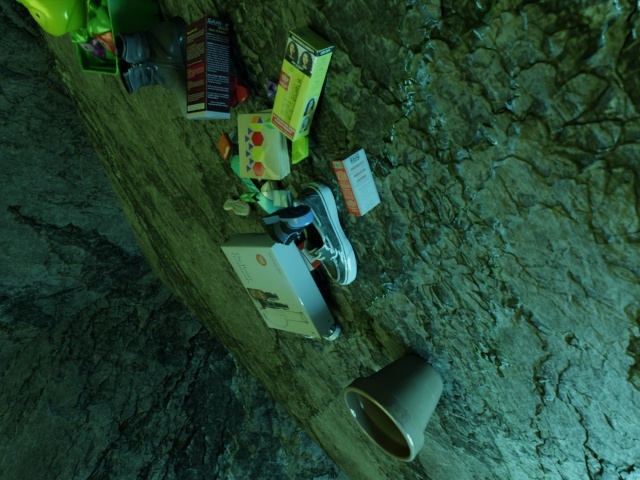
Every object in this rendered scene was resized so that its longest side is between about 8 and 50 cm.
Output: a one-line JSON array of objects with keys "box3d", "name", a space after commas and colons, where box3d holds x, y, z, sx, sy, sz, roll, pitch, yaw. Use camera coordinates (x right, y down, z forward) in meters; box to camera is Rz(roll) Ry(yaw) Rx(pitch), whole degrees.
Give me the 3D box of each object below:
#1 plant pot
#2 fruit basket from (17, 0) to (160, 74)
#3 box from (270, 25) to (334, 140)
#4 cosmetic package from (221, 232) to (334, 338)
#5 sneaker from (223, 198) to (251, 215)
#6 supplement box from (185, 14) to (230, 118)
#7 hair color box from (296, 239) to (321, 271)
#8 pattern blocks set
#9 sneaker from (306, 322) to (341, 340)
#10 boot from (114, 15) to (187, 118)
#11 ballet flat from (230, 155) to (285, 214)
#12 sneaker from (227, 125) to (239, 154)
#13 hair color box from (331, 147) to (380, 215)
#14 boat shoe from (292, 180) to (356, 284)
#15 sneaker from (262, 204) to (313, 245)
[{"box3d": [0.234, 0.460, 1.309, 0.263, 0.229, 0.263, 37, 148, 28], "name": "plant pot"}, {"box3d": [-0.711, -0.652, 1.341, 0.392, 0.392, 0.283, 23, 121, 43], "name": "fruit basket"}, {"box3d": [-0.047, -0.340, 0.992, 0.087, 0.058, 0.232, 42, 142, 15], "name": "box"}, {"box3d": [-0.146, 0.150, 1.536, 0.284, 0.097, 0.377, -2, 123, 44], "name": "cosmetic package"}, {"box3d": [-0.297, -0.117, 1.671, 0.158, 0.061, 0.065, 22, 165, 46], "name": "sneaker"}, {"box3d": [-0.295, -0.441, 1.169, 0.130, 0.073, 0.240, 15, 107, 50], "name": "supplement box"}, {"box3d": [-0.063, 0.068, 1.508, 0.093, 0.053, 0.167, 51, 153, 2], "name": "hair color box"}, {"box3d": [-0.154, -0.253, 1.175, 0.285, 0.026, 0.325, 17, 111, 27], "name": "pattern blocks set"}, {"box3d": [-0.027, 0.316, 1.677, 0.106, 0.078, 0.234, 39, 155, -26], "name": "sneaker"}, {"box3d": [-0.493, -0.489, 1.358, 0.118, 0.222, 0.338, 35, 147, 29], "name": "boot"}, {"box3d": [-0.186, -0.182, 1.394, 0.247, 0.083, 0.087, 50, 137, 3], "name": "ballet flat"}, {"box3d": [-0.231, -0.298, 1.305, 0.080, 0.081, 0.211, 26, 176, -39], "name": "sneaker"}, {"box3d": [0.084, -0.136, 1.042, 0.043, 0.072, 0.141, 13, 131, 50], "name": "hair color box"}, {"box3d": [0.000, 0.000, 1.268, 0.121, 0.119, 0.335, 13, 132, 50], "name": "boat shoe"}, {"box3d": [-0.074, -0.034, 1.160, 0.232, 0.081, 0.091, 4, 121, 63], "name": "sneaker"}]
